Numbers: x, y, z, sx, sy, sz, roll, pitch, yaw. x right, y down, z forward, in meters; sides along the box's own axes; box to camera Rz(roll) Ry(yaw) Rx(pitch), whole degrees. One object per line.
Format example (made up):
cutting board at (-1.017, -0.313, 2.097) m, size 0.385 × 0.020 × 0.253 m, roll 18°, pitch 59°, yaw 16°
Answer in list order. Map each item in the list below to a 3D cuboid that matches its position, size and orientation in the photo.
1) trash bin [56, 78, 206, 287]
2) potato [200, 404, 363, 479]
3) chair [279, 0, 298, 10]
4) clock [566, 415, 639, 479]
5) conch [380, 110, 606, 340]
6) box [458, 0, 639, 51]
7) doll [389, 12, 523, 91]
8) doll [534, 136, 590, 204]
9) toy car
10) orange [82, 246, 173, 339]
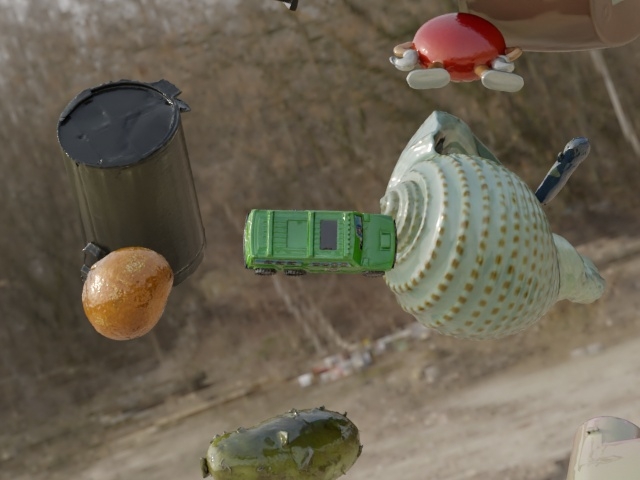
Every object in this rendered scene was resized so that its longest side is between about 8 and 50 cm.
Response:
trash bin at (-0.302, -0.082, 2.255) m, size 0.252 × 0.203 × 0.301 m, roll -41°, pitch -33°, yaw -29°
potato at (-0.043, 0.263, 1.739) m, size 0.225 × 0.090 × 0.117 m, roll -8°, pitch 23°, yaw -40°
chair at (-0.030, -0.312, 1.407) m, size 0.260 × 0.141 × 0.154 m, roll 13°, pitch 15°, yaw -13°
clock at (0.385, 0.265, 1.218) m, size 0.284 × 0.309 × 0.114 m, roll -14°, pitch 40°, yaw 29°
conch at (0.187, 0.005, 1.741) m, size 0.215 × 0.319 × 0.303 m, roll -35°, pitch 38°, yaw 14°
box at (0.363, -0.410, 2.066) m, size 0.216 × 0.301 × 0.301 m, roll 17°, pitch 24°, yaw 38°
doll at (0.187, -0.259, 1.956) m, size 0.183 × 0.085 × 0.217 m, roll 0°, pitch 32°, yaw -3°
doll at (0.307, -0.086, 1.802) m, size 0.037 × 0.027 × 0.125 m, roll -19°, pitch -30°, yaw -47°
toy car at (0.000, 0.000, 1.483) m, size 0.165 × 0.071 × 0.062 m, roll 2°, pitch -12°, yaw 0°
orange at (-0.267, 0.072, 1.924) m, size 0.118 × 0.135 × 0.135 m, roll 14°, pitch -4°, yaw -6°
